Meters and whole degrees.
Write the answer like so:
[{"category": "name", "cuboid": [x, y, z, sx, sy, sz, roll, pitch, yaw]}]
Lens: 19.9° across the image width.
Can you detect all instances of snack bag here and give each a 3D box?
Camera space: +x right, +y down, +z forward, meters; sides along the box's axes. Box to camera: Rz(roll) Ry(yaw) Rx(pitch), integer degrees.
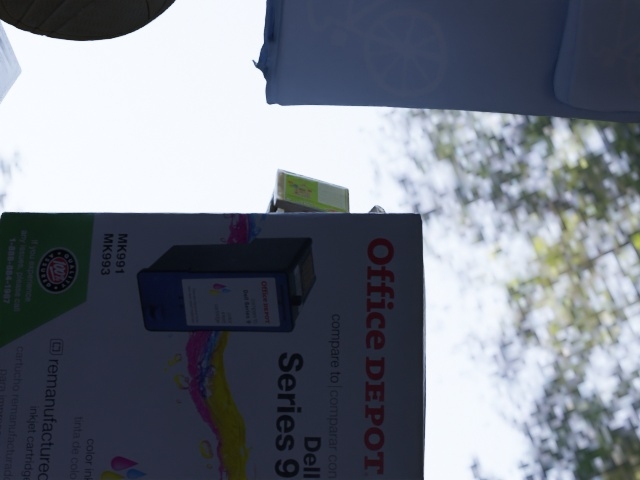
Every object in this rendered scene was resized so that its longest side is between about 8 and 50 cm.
[{"category": "snack bag", "cuboid": [0.137, -0.217, 0.934, 0.342, 0.037, 0.323, 4, -74, 5]}]

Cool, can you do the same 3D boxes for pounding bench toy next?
[{"category": "pounding bench toy", "cuboid": [0.000, 0.000, 1.245, 0.083, 0.052, 0.065, 15, -64, -9]}]

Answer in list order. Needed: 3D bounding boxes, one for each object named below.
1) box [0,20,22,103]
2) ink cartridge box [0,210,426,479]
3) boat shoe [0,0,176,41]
[{"category": "box", "cuboid": [-0.293, -0.103, 1.174, 0.169, 0.290, 0.087, -21, -77, 0]}, {"category": "ink cartridge box", "cuboid": [-0.053, 0.070, 0.893, 0.212, 0.154, 0.093, 2, -24, 2]}, {"category": "boat shoe", "cuboid": [-0.184, -0.186, 0.973, 0.103, 0.092, 0.285, -45, -33, 24]}]
